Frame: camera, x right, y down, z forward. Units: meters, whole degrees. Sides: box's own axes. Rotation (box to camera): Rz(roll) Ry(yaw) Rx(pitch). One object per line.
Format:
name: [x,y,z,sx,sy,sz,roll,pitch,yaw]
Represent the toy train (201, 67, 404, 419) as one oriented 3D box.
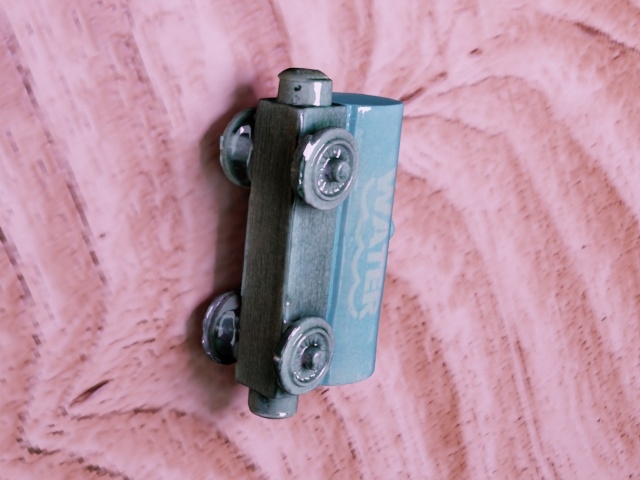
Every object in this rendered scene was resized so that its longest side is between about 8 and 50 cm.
toy train: [0.000,0.000,0.931,0.159,0.101,0.248,-12,112,-49]
